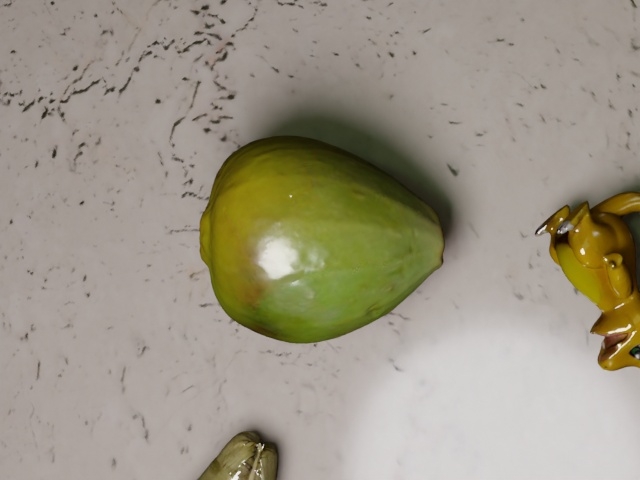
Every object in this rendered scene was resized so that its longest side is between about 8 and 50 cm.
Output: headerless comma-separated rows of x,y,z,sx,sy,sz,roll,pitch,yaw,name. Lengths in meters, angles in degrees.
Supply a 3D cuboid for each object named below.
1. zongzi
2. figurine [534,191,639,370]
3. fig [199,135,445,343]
-0.060,0.300,1.425,0.176,0.078,0.160,38,98,5,zongzi
0.293,0.036,1.326,0.122,0.121,0.176,-24,95,-13,figurine
-0.006,0.008,1.365,0.230,0.207,0.207,23,95,-17,fig
